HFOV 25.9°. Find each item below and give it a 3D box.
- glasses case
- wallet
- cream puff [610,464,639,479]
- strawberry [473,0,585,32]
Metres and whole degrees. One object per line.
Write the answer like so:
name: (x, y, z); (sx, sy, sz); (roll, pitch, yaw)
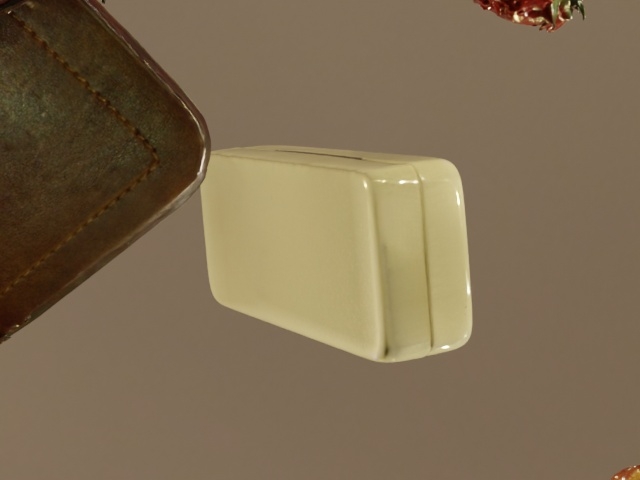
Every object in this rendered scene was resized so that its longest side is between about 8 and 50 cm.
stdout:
glasses case: (0.000, 0.000, 1.027); (0.313, 0.070, 0.131); (11, -72, 63)
wallet: (-0.154, -0.075, 0.453); (0.137, 0.031, 0.255); (-39, -57, 9)
cream puff: (0.335, 0.312, 1.232); (0.240, 0.164, 0.240); (3, -69, 7)
strawberry: (0.122, -0.184, 0.872); (0.106, 0.106, 0.106); (9, -56, 14)
